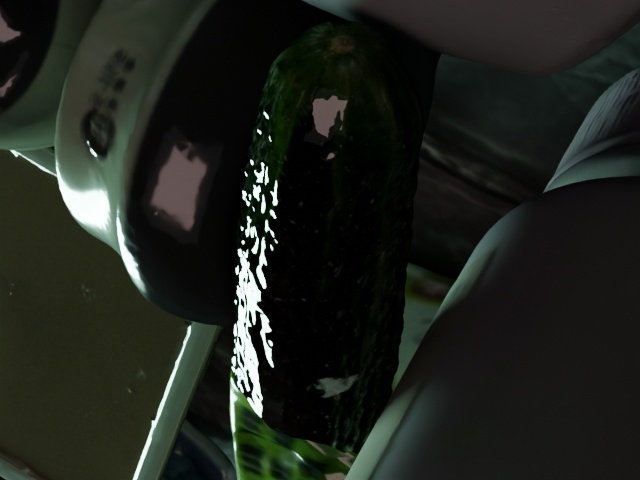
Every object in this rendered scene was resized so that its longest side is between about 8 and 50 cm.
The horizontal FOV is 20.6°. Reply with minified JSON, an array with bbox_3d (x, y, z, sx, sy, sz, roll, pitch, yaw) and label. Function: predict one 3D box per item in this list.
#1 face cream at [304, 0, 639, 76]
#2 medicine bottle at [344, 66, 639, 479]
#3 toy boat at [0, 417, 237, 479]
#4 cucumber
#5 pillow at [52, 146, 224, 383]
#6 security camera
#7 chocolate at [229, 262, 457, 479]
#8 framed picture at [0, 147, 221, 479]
[{"bbox_3d":[0.002,-0.232,0.597,0.357,0.219,0.312,39,145,-8],"label":"face cream"},{"bbox_3d":[0.130,0.103,0.749,0.213,0.379,0.213,20,142,17],"label":"medicine bottle"},{"bbox_3d":[-0.165,0.145,1.220,0.309,0.129,0.142,34,157,3],"label":"toy boat"},{"bbox_3d":[0.001,0.001,0.705,0.074,0.074,0.241,22,143,14],"label":"cucumber"},{"bbox_3d":[-0.132,-0.020,1.075,0.208,0.052,0.212,35,144,4],"label":"pillow"},{"bbox_3d":[-0.101,-0.098,0.844,0.277,0.191,0.197,30,111,26],"label":"security camera"},{"bbox_3d":[0.106,0.165,1.034,0.288,0.137,0.301,20,146,17],"label":"chocolate"},{"bbox_3d":[-0.171,0.055,1.088,0.216,0.016,0.273,31,130,8],"label":"framed picture"}]
